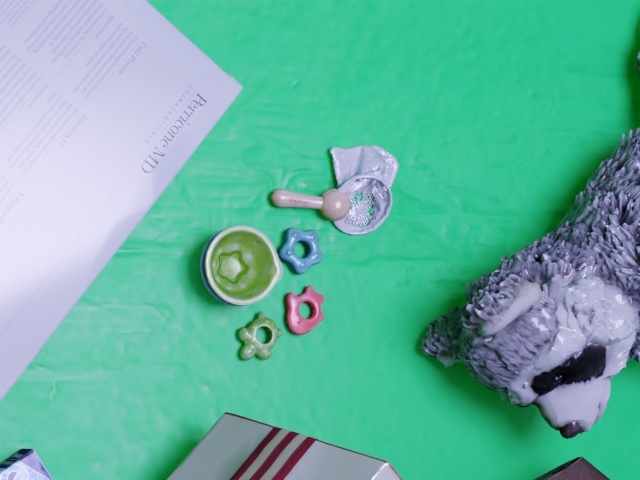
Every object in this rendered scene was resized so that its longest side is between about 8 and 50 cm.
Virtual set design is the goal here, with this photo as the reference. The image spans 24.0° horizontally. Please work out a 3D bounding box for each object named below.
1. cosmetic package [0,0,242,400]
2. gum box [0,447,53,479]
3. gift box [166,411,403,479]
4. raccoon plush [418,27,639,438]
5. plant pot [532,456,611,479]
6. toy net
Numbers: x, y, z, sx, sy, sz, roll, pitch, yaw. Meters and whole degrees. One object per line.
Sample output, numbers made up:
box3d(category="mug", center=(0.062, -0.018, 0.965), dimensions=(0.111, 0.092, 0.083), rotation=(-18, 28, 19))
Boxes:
box3d(category="cosmetic package", center=(-0.281, -0.068, 1.161), dimensions=(0.284, 0.097, 0.377), rotation=(41, 69, -14))
box3d(category="gum box", center=(-0.260, 0.277, 1.158), dimensions=(0.184, 0.041, 0.157), rotation=(-34, 99, -26))
box3d(category="gift box", center=(-0.031, 0.303, 1.114), dimensions=(0.258, 0.276, 0.255), rotation=(-48, 114, -21))
box3d(category="raccoon plush", center=(0.239, -0.030, 1.404), dimensions=(0.299, 0.216, 0.446), rotation=(3, 52, -12))
box3d(category="plant pot", center=(0.244, 0.316, 1.322), dimensions=(0.215, 0.215, 0.230), rotation=(-25, 80, -26))
box3d(category="toy net", center=(0.000, 0.000, 1.315), dimensions=(0.232, 0.045, 0.122), rotation=(-38, 100, -25))
